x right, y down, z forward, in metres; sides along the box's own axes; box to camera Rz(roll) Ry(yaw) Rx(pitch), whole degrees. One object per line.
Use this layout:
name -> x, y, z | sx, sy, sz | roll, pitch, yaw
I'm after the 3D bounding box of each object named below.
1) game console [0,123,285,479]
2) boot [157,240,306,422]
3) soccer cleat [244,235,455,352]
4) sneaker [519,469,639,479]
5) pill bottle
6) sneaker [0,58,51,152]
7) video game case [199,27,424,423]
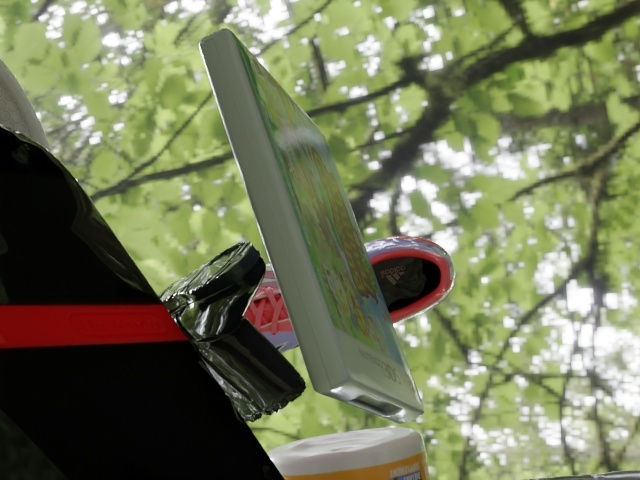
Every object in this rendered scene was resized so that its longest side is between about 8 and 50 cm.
game console -> -0.207, 0.052, 0.571 | 0.386, 0.060, 0.342 | 3, -136, -55
boot -> -0.047, 0.059, 0.736 | 0.099, 0.121, 0.045 | 50, -129, -10
soccer cleat -> -0.013, 0.051, 0.961 | 0.248, 0.095, 0.083 | -15, -90, -5
sneaker -> 0.319, 0.297, 1.310 | 0.130, 0.286, 0.109 | -7, -92, -50
pill bottle -> 0.039, 0.316, 1.100 | 0.152, 0.152, 0.272 | -7, -93, -47
sneaker -> -0.298, -0.126, 0.836 | 0.104, 0.147, 0.296 | -45, -68, -6
video game case -> 0.000, 0.000, 0.727 | 0.193, 0.023, 0.212 | 39, -151, -69
